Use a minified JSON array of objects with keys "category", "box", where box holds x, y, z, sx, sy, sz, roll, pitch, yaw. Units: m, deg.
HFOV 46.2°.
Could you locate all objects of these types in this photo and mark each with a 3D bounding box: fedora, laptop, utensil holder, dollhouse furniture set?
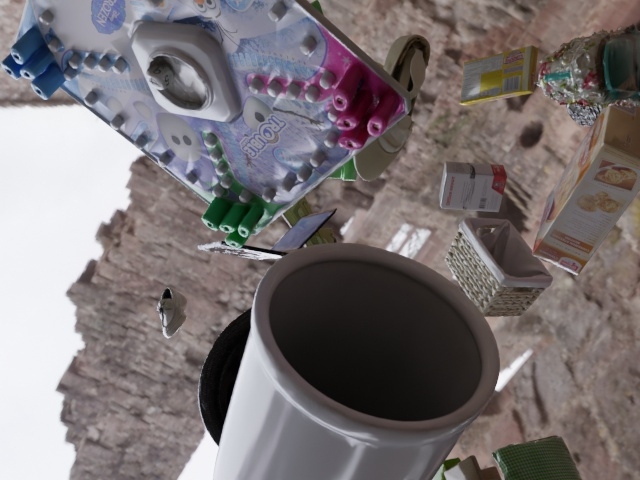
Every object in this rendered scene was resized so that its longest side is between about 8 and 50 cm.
[{"category":"fedora","box":[-0.093,0.290,1.519,0.334,0.334,0.152,30,163,-6]},{"category":"laptop","box":[-0.131,-0.026,1.790,0.264,0.136,0.234,11,173,-21]},{"category":"utensil holder","box":[0.026,0.249,1.073,0.328,0.385,0.327,12,-142,-10]},{"category":"dollhouse furniture set","box":[0.368,0.417,1.236,0.301,0.151,0.197,-4,-121,-28]}]

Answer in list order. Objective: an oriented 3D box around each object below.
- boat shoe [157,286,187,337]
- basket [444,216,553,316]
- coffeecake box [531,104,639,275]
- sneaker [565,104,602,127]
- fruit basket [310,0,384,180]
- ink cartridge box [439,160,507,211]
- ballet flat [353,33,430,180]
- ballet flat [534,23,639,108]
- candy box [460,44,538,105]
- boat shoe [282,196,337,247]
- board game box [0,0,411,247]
[{"category":"boat shoe","box":[-0.348,0.161,1.735,0.063,0.066,0.184,44,-164,-18]},{"category":"basket","box":[0.315,0.049,1.356,0.113,0.103,0.167,2,-139,-27]},{"category":"coffeecake box","box":[0.346,-0.072,0.941,0.068,0.185,0.142,25,-137,6]},{"category":"sneaker","box":[0.549,-0.252,1.343,0.130,0.147,0.330,54,-169,-31]},{"category":"fruit basket","box":[0.056,-0.334,1.719,0.392,0.392,0.283,38,164,13]},{"category":"ink cartridge box","box":[0.343,-0.123,1.703,0.135,0.099,0.056,4,-145,-1]},{"category":"ballet flat","box":[0.119,-0.214,1.189,0.086,0.248,0.086,16,173,2]},{"category":"ballet flat","box":[0.294,-0.179,0.780,0.077,0.091,0.241,-2,-175,38]},{"category":"candy box","box":[0.408,-0.377,1.733,0.027,0.105,0.206,12,174,-35]},{"category":"boat shoe","box":[0.000,0.000,2.194,0.302,0.098,0.109,54,175,5]},{"category":"board game box","box":[-0.156,-0.174,0.827,0.390,0.390,0.050,39,-124,-12]}]
